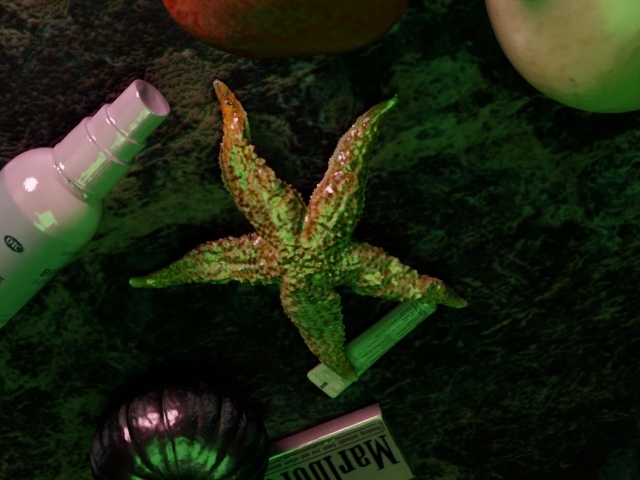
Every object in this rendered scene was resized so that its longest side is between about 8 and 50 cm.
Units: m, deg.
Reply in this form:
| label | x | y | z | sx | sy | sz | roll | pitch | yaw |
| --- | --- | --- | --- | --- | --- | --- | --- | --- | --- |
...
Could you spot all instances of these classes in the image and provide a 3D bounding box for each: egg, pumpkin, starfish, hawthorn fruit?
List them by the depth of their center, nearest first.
| label | x | y | z | sx | sy | sz | roll | pitch | yaw |
| --- | --- | --- | --- | --- | --- | --- | --- | --- | --- |
| hawthorn fruit | -0.008 | -0.256 | 1.130 | 0.262 | 0.210 | 0.210 | 1 | 126 | -28 |
| egg | 0.244 | -0.254 | 1.140 | 0.218 | 0.218 | 0.295 | -15 | 114 | 4 |
| starfish | 0.002 | 0.002 | 1.369 | 0.358 | 0.078 | 0.347 | 16 | 117 | -10 |
| pumpkin | -0.158 | 0.245 | 1.489 | 0.202 | 0.140 | 0.202 | -2 | 127 | -2 |

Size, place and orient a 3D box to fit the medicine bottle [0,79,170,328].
| label | x | y | z | sx | sy | sz | roll | pitch | yaw |
| --- | --- | --- | --- | --- | --- | --- | --- | --- | --- |
| medicine bottle | -0.279 | -0.025 | 1.302 | 0.110 | 0.110 | 0.352 | 37 | 114 | -27 |

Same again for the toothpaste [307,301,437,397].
| label | x | y | z | sx | sy | sz | roll | pitch | yaw |
| --- | --- | --- | --- | --- | --- | --- | --- | --- | --- |
| toothpaste | 0.067 | 0.109 | 1.487 | 0.048 | 0.029 | 0.197 | 40 | 114 | -21 |

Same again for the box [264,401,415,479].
| label | x | y | z | sx | sy | sz | roll | pitch | yaw |
| --- | --- | --- | --- | --- | --- | --- | --- | --- | --- |
| box | 0.012 | 0.269 | 1.587 | 0.177 | 0.036 | 0.115 | -21 | 124 | 8 |
